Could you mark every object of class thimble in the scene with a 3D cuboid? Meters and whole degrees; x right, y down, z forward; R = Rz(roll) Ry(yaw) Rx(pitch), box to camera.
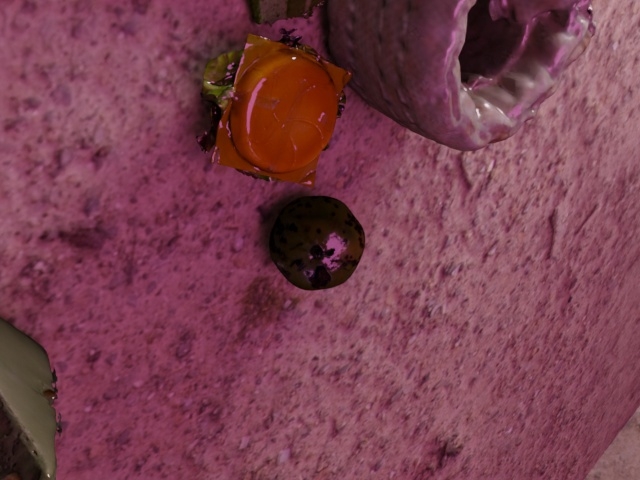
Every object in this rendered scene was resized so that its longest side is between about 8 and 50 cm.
[{"bbox_3d":[0.168,-0.267,0.817,0.291,0.195,0.292,-23,130,-31],"label":"thimble"}]

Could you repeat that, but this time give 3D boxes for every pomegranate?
[{"bbox_3d":[0.000,0.000,0.898,0.161,0.122,0.122,-29,142,-75],"label":"pomegranate"}]

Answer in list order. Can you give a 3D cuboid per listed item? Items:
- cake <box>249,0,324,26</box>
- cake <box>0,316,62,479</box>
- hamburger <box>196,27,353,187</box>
[{"bbox_3d":[-0.025,-0.326,0.696,0.100,0.099,0.235,-21,126,-26],"label":"cake"},{"bbox_3d":[-0.338,0.152,0.594,0.158,0.283,0.172,-48,117,-7],"label":"cake"},{"bbox_3d":[-0.056,-0.146,0.772,0.189,0.093,0.164,25,95,-45],"label":"hamburger"}]
